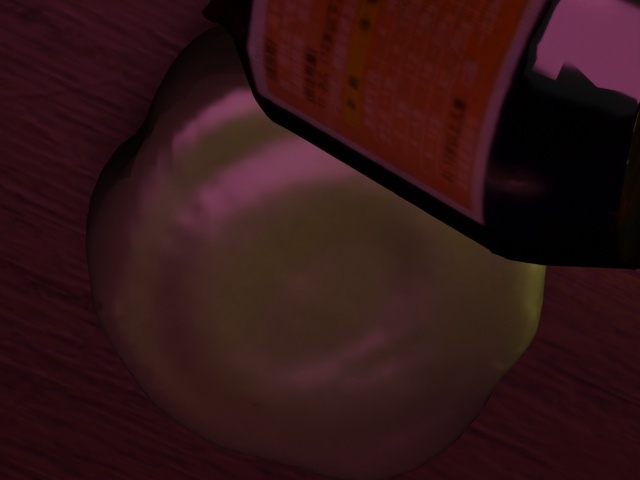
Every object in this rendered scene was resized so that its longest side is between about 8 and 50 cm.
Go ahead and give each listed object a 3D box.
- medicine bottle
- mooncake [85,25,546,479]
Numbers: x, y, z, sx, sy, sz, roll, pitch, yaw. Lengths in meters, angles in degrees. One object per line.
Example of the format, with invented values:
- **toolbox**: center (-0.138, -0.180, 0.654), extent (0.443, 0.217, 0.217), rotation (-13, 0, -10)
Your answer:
- **medicine bottle**: center (0.016, -0.162, 0.832), extent (0.395, 0.242, 0.242), rotation (28, 112, 20)
- **mooncake**: center (0.000, 0.000, 1.006), extent (0.275, 0.135, 0.275), rotation (0, 113, 0)
